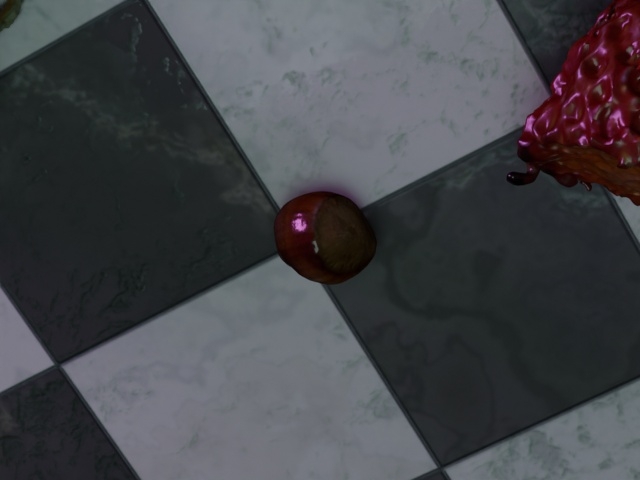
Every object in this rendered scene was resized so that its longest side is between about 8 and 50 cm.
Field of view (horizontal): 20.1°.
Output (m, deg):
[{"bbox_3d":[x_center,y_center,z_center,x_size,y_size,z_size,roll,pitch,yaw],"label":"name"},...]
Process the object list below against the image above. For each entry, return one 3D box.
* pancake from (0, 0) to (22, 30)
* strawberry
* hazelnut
[{"bbox_3d":[-0.387,-0.282,1.414,0.427,0.067,0.305,18,116,-5],"label":"pancake"},{"bbox_3d":[0.271,-0.110,1.393,0.234,0.234,0.178,14,84,-1],"label":"strawberry"},{"bbox_3d":[0.000,0.000,1.498,0.086,0.086,0.086,2,114,4],"label":"hazelnut"}]
